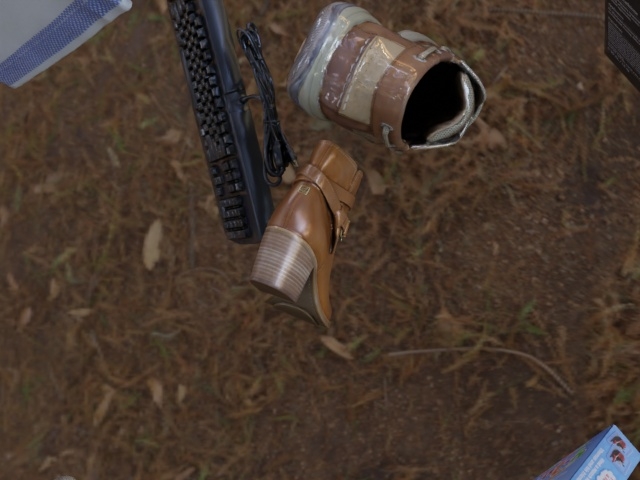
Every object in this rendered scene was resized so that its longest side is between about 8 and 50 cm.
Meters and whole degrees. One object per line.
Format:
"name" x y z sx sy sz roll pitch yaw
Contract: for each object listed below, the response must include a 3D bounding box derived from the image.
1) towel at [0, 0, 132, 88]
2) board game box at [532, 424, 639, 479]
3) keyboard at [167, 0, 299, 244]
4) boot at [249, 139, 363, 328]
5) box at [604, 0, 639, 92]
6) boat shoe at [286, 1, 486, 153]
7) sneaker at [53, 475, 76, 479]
"towel" -0.240 -0.185 0.445 0.209 0.285 0.034 -11 53 52
"board game box" 0.142 0.236 0.661 0.039 0.211 0.160 48 130 13
"keyboard" -0.103 -0.152 0.978 0.201 0.033 0.317 -8 98 57
"boot" 0.000 0.000 0.868 0.073 0.197 0.152 21 77 13
"box" 0.341 -0.143 0.694 0.103 0.184 0.261 -33 61 5
"boat shoe" 0.088 -0.127 0.806 0.116 0.324 0.123 29 107 21
"sneaker" -0.172 0.058 0.298 0.084 0.185 0.069 -50 13 -16
